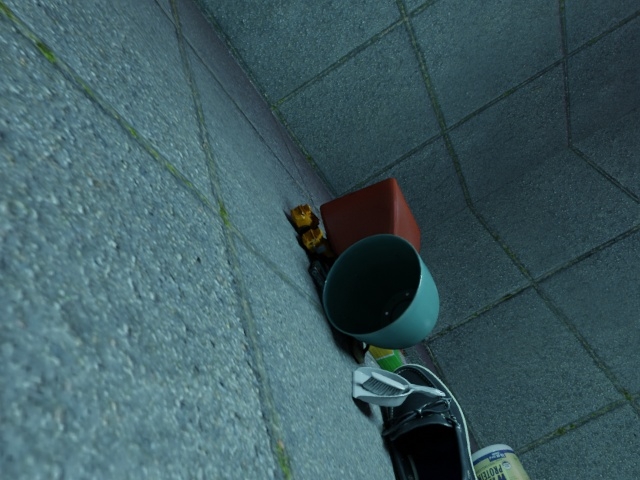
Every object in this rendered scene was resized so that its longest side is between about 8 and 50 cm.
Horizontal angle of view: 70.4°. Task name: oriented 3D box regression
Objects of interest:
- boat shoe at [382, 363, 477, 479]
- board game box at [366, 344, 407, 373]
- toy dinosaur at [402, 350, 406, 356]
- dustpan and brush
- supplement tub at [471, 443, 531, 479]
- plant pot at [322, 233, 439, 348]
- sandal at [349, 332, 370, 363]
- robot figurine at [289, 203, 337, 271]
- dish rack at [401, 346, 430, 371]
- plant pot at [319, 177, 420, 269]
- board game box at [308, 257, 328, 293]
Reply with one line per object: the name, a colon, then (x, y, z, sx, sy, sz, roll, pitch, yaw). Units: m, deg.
boat shoe: (0.248, 0.456, 1.058, 0.500, 0.186, 0.156, -93, 157, -63)
board game box: (0.222, 0.356, 1.656, 0.242, 0.064, 0.316, 55, 9, -25)
toy dinosaur: (0.332, 0.499, 1.881, 0.211, 0.064, 0.112, 58, 26, -3)
dustpan and brush: (0.184, 0.347, 1.065, 0.211, 0.060, 0.147, 20, 10, 1)
supplement tub: (0.728, 0.999, 1.778, 0.228, 0.228, 0.316, 52, 10, -38)
plant pot: (0.190, 0.166, 1.254, 0.235, 0.293, 0.293, 42, 18, -42)
sandal: (0.117, 0.293, 1.312, 0.072, 0.049, 0.180, 57, 8, -10)
robot figurine: (0.000, 0.000, 1.543, 0.211, 0.085, 0.291, 64, 10, 29)
dish rack: (0.381, 0.523, 1.790, 0.208, 0.074, 0.271, 59, 25, -6)
plant pot: (0.169, 0.008, 1.448, 0.267, 0.267, 0.236, 56, 23, -36)
board game box: (0.027, 0.149, 1.375, 0.186, 0.026, 0.126, 58, 8, -7)
